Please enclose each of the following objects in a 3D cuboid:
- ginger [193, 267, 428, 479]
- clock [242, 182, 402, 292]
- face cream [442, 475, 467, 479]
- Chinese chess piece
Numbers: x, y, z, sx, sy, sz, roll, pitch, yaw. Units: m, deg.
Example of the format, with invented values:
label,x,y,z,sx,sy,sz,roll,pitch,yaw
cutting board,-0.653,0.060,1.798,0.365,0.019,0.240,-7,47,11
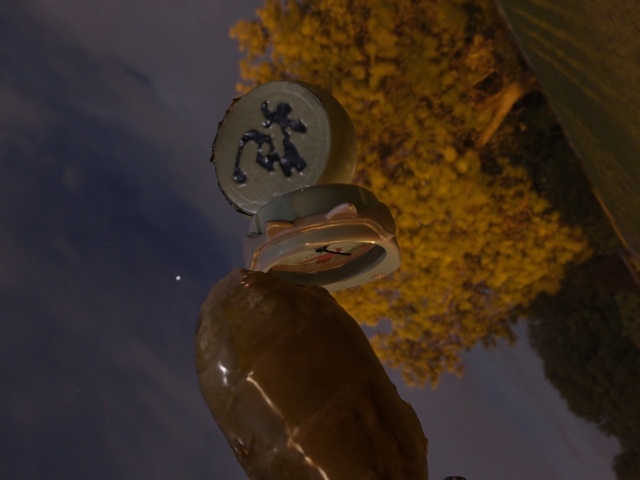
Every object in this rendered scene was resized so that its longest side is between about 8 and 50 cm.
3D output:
label,x,y,z,sx,sy,sz,roll,pitch,yaw
ginger,0.010,0.210,0.327,0.348,0.122,0.363,35,-140,4
clock,0.000,0.000,1.196,0.324,0.265,0.108,73,-176,-69
face cream,0.275,0.619,1.407,0.071,0.144,0.291,27,-135,-30
Chinese chess piece,-0.086,-0.203,1.666,0.146,0.349,0.349,12,-133,-61
